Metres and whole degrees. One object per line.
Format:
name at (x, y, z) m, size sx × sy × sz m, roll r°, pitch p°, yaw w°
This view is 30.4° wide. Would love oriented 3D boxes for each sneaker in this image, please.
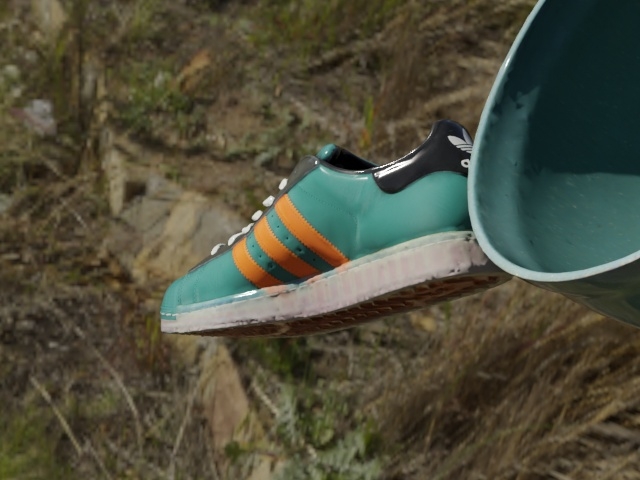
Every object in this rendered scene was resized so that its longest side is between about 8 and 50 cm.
sneaker at (0.000, 0.000, 0.858) m, size 0.108 × 0.302 × 0.121 m, roll 10°, pitch 69°, yaw -52°

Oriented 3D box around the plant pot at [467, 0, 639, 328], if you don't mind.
plant pot at (0.249, -0.062, 0.634) m, size 0.196 × 0.293 × 0.293 m, roll 31°, pitch 34°, yaw -20°
